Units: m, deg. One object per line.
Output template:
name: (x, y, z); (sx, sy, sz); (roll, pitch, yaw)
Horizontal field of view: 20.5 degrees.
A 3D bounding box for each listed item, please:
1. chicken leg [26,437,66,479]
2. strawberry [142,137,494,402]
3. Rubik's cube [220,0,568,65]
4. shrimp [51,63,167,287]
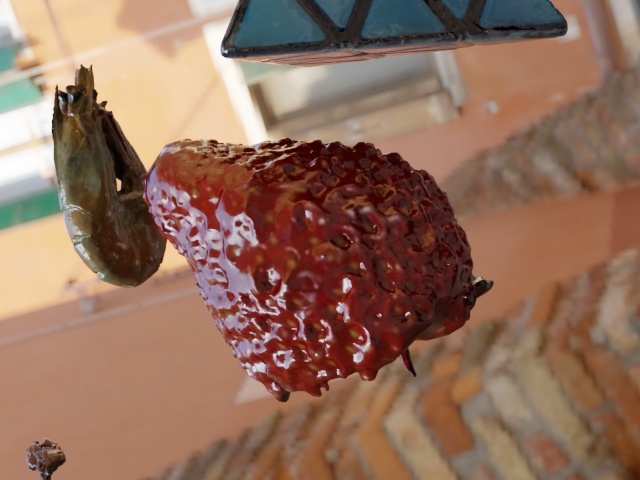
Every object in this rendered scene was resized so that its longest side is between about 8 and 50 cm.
chicken leg: (-0.252, 0.204, 1.633); (0.021, 0.036, 0.083); (58, 177, -28)
strawberry: (-0.004, 0.002, 1.534); (0.257, 0.261, 0.261); (67, -163, -7)
Rubik's cube: (0.035, -0.229, 1.557); (0.229, 0.228, 0.233); (40, -165, -40)
shrimp: (-0.200, -0.060, 1.657); (0.115, 0.051, 0.217); (-7, -101, -54)
